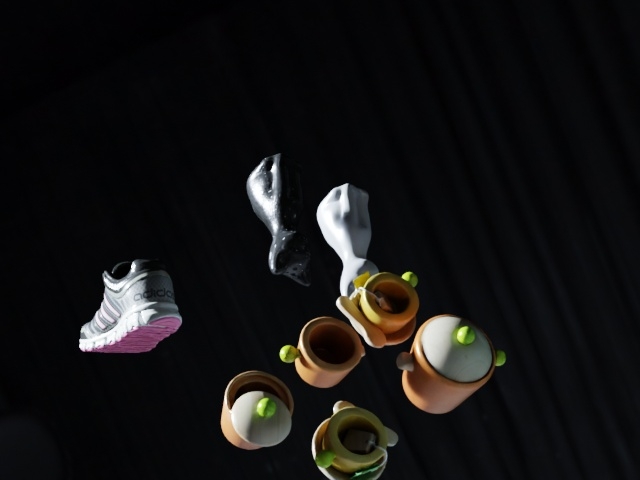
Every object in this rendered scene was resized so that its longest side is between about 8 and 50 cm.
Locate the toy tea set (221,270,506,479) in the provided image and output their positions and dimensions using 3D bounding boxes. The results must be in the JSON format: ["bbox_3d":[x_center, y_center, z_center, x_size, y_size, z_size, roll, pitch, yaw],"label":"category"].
[{"bbox_3d":[0.049,0.143,1.416,0.336,0.200,0.124,-35,-19,-37],"label":"toy tea set"}]

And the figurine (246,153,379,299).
[{"bbox_3d":[0.000,0.000,1.912,0.092,0.214,0.209,-46,37,33],"label":"figurine"}]

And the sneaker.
[{"bbox_3d":[-0.177,0.060,1.189,0.063,0.075,0.170,2,-16,-28],"label":"sneaker"}]
